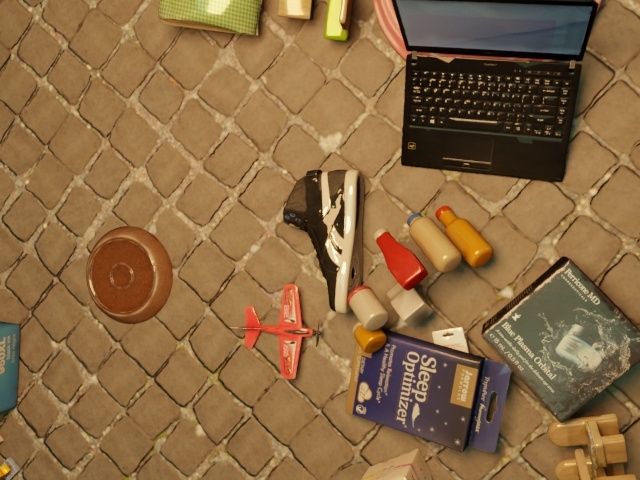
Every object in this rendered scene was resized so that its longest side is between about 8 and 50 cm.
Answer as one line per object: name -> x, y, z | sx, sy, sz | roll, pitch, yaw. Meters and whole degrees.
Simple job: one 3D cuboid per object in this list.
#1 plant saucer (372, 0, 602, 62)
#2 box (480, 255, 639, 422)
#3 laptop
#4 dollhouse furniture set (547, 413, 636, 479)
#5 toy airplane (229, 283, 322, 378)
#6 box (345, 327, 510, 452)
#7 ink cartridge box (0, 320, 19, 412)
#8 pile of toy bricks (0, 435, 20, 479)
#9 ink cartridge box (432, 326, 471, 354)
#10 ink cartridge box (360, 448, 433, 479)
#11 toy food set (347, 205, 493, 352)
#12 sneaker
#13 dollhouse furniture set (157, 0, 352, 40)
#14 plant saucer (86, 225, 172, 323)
plant saucer -> 0.229, -0.384, 0.927 | 0.332, 0.084, 0.332 | 1, 92, 17
box -> 0.329, 0.130, 0.905 | 0.158, 0.093, 0.156 | -44, 80, 12
laptop -> 0.212, -0.188, 0.861 | 0.234, 0.136, 0.264 | 9, 119, 16
dollhouse furniture set -> 0.330, 0.385, 0.854 | 0.161, 0.212, 0.242 | -11, 115, 15
toy airplane -> -0.069, 0.144, 1.056 | 0.151, 0.028, 0.151 | 0, 90, 17
box -> 0.150, 0.216, 0.965 | 0.225, 0.036, 0.136 | 12, 99, 25
ink cartridge box -> -0.737, 0.222, 1.065 | 0.285, 0.395, 0.166 | 6, 93, 16
pile of toy bricks -> -0.646, 0.459, 1.194 | 0.212, 0.105, 0.118 | -46, 79, 13
ink cartridge box -> 0.196, 0.169, 0.978 | 0.048, 0.028, 0.083 | -12, 89, 18
ink cartridge box -> 0.110, 0.375, 0.949 | 0.090, 0.143, 0.092 | -27, 84, 15
toy food set -> 0.116, 0.044, 0.945 | 0.232, 0.111, 0.104 | -42, 51, 11
sneaker -> 0.000, 0.000, 1.013 | 0.121, 0.079, 0.217 | 2, 84, 20
dollhouse furniture set -> -0.099, -0.399, 0.943 | 0.301, 0.151, 0.197 | 7, 102, 2
plant saucer -> -0.333, 0.060, 1.133 | 0.168, 0.029, 0.168 | 1, 92, 17
